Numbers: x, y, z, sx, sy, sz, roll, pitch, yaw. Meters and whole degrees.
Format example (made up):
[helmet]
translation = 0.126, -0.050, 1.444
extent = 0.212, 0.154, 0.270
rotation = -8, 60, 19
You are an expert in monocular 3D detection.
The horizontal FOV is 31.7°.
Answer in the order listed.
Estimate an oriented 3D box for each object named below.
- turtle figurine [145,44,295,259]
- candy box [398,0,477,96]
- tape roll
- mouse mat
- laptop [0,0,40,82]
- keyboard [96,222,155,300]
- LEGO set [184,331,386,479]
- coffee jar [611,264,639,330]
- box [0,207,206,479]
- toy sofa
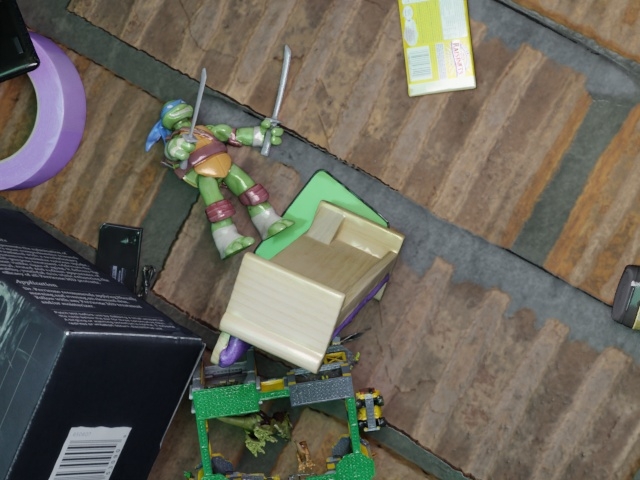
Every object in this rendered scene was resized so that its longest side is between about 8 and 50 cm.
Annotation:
[turtle figurine]
translation = -0.134, -0.127, 1.729
extent = 0.275, 0.198, 0.266
rotation = -28, 89, 17
[candy box]
translation = 0.177, -0.329, 1.728
extent = 0.105, 0.027, 0.205
rotation = -6, 92, 11
[tape roll]
translation = -0.534, -0.219, 1.873
extent = 0.275, 0.090, 0.274
rotation = 1, 93, 14
[mouse mat]
translation = 0.000, 0.000, 1.801
extent = 0.153, 0.007, 0.189
rotation = 40, 100, 8
[laptop]
translation = -0.692, -0.324, 1.865
extent = 0.408, 0.236, 0.382
rotation = -22, 73, -8
[keyboard]
translation = -0.325, 0.066, 1.875
extent = 0.108, 0.023, 0.180
rotation = 9, 96, 19
[LEGO set]
translation = -0.068, 0.267, 1.771
extent = 0.331, 0.192, 0.254
rotation = -15, 109, 0
[coffee jar]
translation = 0.524, 0.100, 1.645
extent = 0.184, 0.079, 0.096
rotation = 17, 100, 11
[box]
translation = -0.506, 0.245, 1.718
extent = 0.472, 0.297, 0.479
rotation = 30, 100, 35
[toy sofa]
translation = -0.010, 0.080, 1.618
extent = 0.150, 0.362, 0.177
rotation = 23, 109, 11
